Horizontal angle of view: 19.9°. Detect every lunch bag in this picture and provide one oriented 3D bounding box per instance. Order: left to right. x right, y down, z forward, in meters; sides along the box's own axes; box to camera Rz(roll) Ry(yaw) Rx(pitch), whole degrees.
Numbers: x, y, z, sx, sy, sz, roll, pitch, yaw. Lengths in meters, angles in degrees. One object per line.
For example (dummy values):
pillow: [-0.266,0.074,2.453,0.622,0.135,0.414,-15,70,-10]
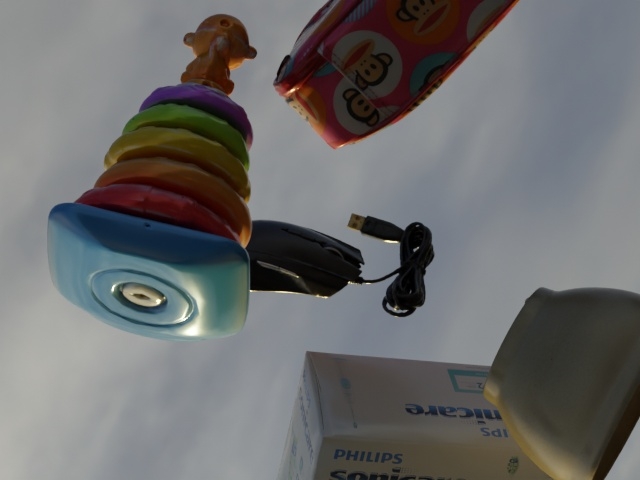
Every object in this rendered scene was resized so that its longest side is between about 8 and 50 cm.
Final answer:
lunch bag: [0.096,-0.225,1.696,0.293,0.120,0.258,-43,7,17]

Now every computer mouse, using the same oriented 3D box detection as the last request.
computer mouse: [0.000,0.000,2.000,0.184,0.262,0.060,-60,-24,-58]

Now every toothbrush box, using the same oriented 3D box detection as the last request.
toothbrush box: [0.069,0.256,1.610,0.126,0.216,0.295,-103,21,-56]

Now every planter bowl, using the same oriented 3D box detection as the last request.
planter bowl: [0.191,0.101,1.381,0.162,0.109,0.162,-56,-16,-26]

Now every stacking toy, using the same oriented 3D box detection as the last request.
stacking toy: [-0.119,-0.077,1.602,0.165,0.175,0.301,99,-176,-60]
